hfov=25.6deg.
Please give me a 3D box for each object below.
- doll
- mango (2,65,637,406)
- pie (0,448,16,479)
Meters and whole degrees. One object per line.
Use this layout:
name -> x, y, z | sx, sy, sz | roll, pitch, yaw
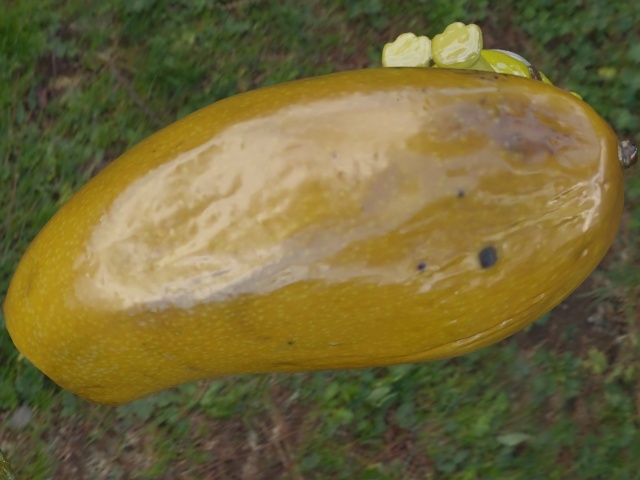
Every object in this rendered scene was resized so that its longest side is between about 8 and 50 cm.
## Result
doll -> 0.195, -0.105, 1.492 | 0.363, 0.199, 0.145 | 41, 50, -51
mango -> -0.002, -0.002, 0.780 | 0.359, 0.187, 0.144 | -11, 43, -4
pie -> -0.228, 0.155, 0.956 | 0.017, 0.085, 0.085 | -32, 86, 5
